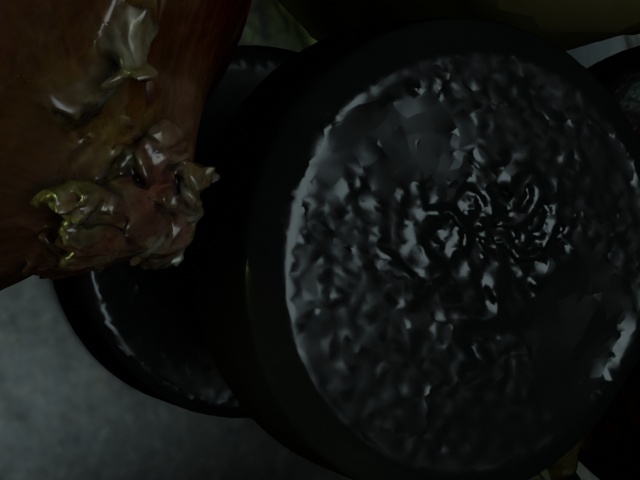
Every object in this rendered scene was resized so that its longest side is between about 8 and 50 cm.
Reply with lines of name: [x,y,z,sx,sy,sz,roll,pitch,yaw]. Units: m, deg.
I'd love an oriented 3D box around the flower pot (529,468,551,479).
flower pot: [0.005,0.165,0.528,0.202,0.212,0.212,-21,102,-2]

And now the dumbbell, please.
dumbbell: [0.000,0.000,0.545,0.152,0.218,0.153,-2,94,-26]

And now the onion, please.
onion: [-0.094,-0.052,0.426,0.163,0.230,0.230,40,73,8]

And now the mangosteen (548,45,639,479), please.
mangosteen: [0.155,0.026,0.627,0.216,0.216,0.216,-1,93,-27]

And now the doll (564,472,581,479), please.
doll: [0.075,0.187,0.662,0.149,0.095,0.192,12,84,-29]

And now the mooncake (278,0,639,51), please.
mooncake: [0.071,-0.253,0.590,0.378,0.200,0.379,1,87,-26]
